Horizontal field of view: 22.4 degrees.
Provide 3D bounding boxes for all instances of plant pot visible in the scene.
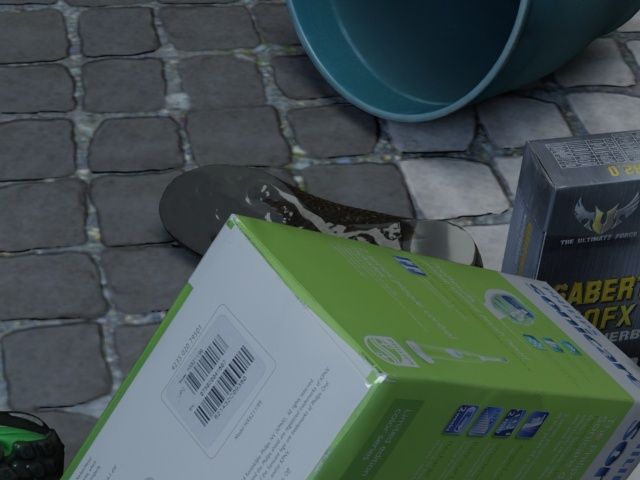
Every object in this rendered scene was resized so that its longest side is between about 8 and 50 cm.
[{"bbox_3d":[0.147,-0.252,1.374,0.255,0.272,0.271,-15,42,-44],"label":"plant pot"}]

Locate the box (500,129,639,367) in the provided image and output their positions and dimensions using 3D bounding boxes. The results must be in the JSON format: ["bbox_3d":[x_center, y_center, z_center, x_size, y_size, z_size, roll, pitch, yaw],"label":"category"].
[{"bbox_3d":[0.243,0.007,1.118,0.231,0.183,0.056,-6,41,-15],"label":"box"}]

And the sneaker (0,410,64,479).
[{"bbox_3d":[-0.320,0.141,0.932,0.343,0.134,0.146,-7,41,-14],"label":"sneaker"}]

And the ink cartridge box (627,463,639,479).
[{"bbox_3d":[0.224,0.188,0.971,0.218,0.092,0.158,26,43,25],"label":"ink cartridge box"}]

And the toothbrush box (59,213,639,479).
[{"bbox_3d":[0.024,0.119,0.820,0.283,0.206,0.122,12,28,-50],"label":"toothbrush box"}]

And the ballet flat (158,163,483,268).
[{"bbox_3d":[0.000,0.000,1.204,0.249,0.058,0.084,10,75,14],"label":"ballet flat"}]
